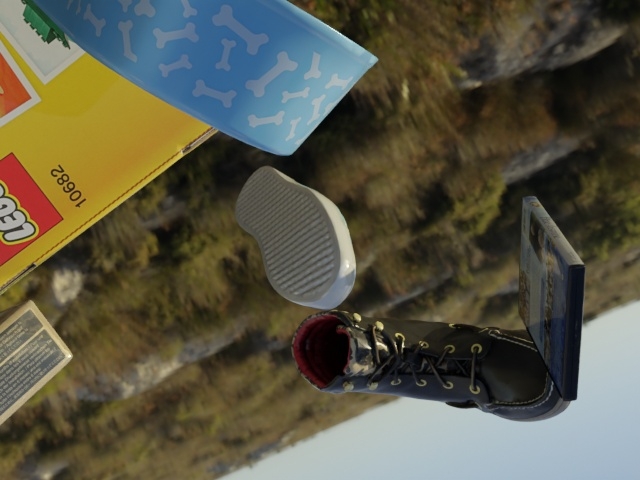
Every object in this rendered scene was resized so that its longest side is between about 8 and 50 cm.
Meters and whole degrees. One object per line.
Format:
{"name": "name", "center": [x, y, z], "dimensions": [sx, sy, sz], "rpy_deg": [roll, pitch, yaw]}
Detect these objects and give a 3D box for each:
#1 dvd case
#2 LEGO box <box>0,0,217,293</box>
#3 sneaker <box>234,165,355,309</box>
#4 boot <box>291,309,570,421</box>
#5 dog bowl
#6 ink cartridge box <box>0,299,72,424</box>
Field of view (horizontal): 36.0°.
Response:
{"name": "dvd case", "center": [0.293, 0.066, 1.266], "dimensions": [0.022, 0.180, 0.253], "rpy_deg": [-3, -159, -1]}
{"name": "LEGO box", "center": [-0.330, -0.222, 0.779], "dimensions": [0.372, 0.500, 0.193], "rpy_deg": [-39, -157, -16]}
{"name": "sneaker", "center": [0.000, 0.000, 1.371], "dimensions": [0.150, 0.366, 0.135], "rpy_deg": [25, 105, -27]}
{"name": "boot", "center": [0.154, 0.177, 1.439], "dimensions": [0.284, 0.138, 0.377], "rpy_deg": [9, 179, -29]}
{"name": "dog bowl", "center": [-0.087, -0.135, 0.587], "dimensions": [0.166, 0.297, 0.074], "rpy_deg": [24, 101, -34]}
{"name": "ink cartridge box", "center": [-0.414, 0.172, 1.073], "dimensions": [0.234, 0.088, 0.193], "rpy_deg": [-20, -162, 41]}
